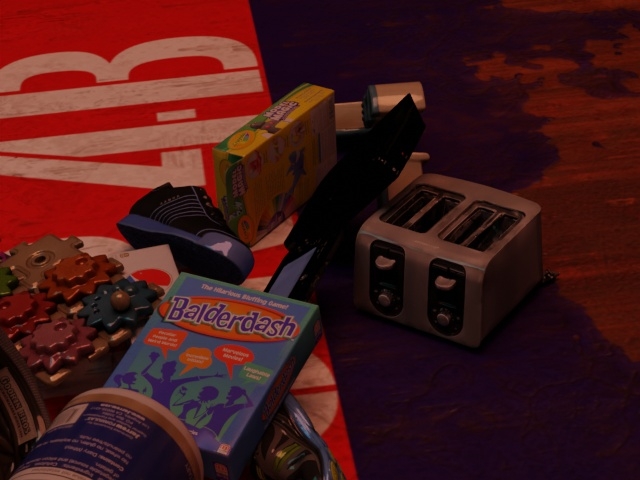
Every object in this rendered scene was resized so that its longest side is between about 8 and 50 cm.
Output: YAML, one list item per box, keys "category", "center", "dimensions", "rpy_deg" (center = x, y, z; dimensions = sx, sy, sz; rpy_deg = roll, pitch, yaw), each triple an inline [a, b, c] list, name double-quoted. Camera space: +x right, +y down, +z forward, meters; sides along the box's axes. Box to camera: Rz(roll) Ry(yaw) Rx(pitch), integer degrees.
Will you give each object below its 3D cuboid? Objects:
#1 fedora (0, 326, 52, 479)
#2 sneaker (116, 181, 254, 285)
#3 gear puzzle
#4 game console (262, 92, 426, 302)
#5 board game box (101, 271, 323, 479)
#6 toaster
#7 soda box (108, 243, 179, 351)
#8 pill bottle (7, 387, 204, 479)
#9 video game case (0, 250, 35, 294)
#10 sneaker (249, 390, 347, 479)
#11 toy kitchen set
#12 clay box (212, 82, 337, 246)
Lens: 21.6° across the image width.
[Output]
- category: "fedora"
  center: [-0.367, 0.164, 1.584]
  dimensions: [0.124, 0.275, 0.243]
  rpy_deg: [-25, 53, 13]
- category: "sneaker"
  center: [-0.142, -0.017, 1.937]
  dimensions: [0.232, 0.081, 0.090]
  rpy_deg: [19, 60, 47]
- category: "gear puzzle"
  center: [-0.321, 0.040, 1.836]
  dimensions: [0.175, 0.044, 0.339]
  rpy_deg: [-34, 39, -27]
- category: "game console"
  center: [0.000, 0.000, 1.860]
  dimensions: [0.044, 0.213, 0.361]
  rpy_deg: [37, 50, -9]
- category: "board game box"
  center: [-0.112, 0.131, 1.660]
  dimensions: [0.160, 0.047, 0.210]
  rpy_deg: [12, 46, 21]
- category: "toaster"
  center: [0.151, 0.018, 1.869]
  dimensions: [0.168, 0.110, 0.186]
  rpy_deg: [19, 39, 30]
- category: "soda box"
  center: [-0.177, 0.091, 1.823]
  dimensions: [0.074, 0.069, 0.216]
  rpy_deg: [-11, 34, -10]
- category: "pill bottle"
  center: [-0.220, 0.263, 1.480]
  dimensions: [0.153, 0.153, 0.264]
  rpy_deg: [9, 35, 18]
- category: "video game case"
  center: [-0.475, 0.064, 1.917]
  dimensions: [0.210, 0.041, 0.232]
  rpy_deg: [23, 41, 32]
- category: "sneaker"
  center: [-0.025, 0.220, 1.624]
  dimensions: [0.078, 0.067, 0.188]
  rpy_deg: [-33, 40, -5]
- category: "toy kitchen set"
  center: [0.065, -0.103, 2.115]
  dimensions: [0.122, 0.166, 0.207]
  rpy_deg: [-5, -4, -3]
- category: "clay box"
  center: [-0.061, -0.088, 2.038]
  dimensions: [0.053, 0.127, 0.222]
  rpy_deg: [19, 38, 30]
